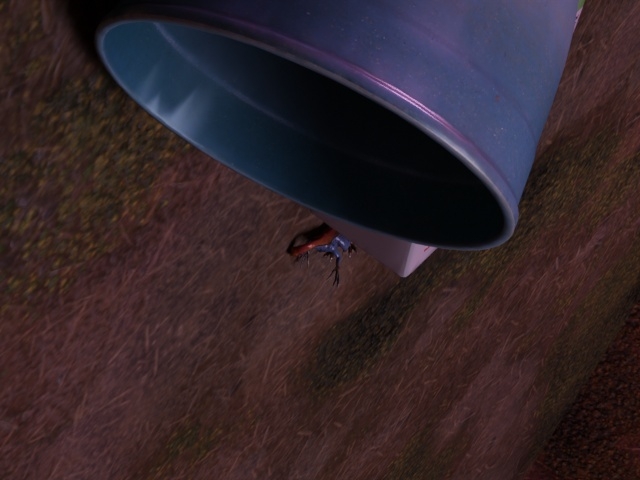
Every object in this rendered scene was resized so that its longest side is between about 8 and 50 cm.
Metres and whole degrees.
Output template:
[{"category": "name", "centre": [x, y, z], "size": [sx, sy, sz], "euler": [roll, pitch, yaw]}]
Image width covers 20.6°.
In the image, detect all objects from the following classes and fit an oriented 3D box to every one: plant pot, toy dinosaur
[{"category": "plant pot", "centre": [0.042, -0.168, 1.065], "size": [0.255, 0.272, 0.271], "euler": [-64, 165, -13]}, {"category": "toy dinosaur", "centre": [0.000, 0.000, 1.631], "size": [0.082, 0.047, 0.090], "euler": [37, 57, -63]}]

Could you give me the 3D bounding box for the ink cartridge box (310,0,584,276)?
[{"category": "ink cartridge box", "centre": [0.109, -0.131, 1.498], "size": [0.201, 0.117, 0.278], "euler": [-42, 159, -32]}]
